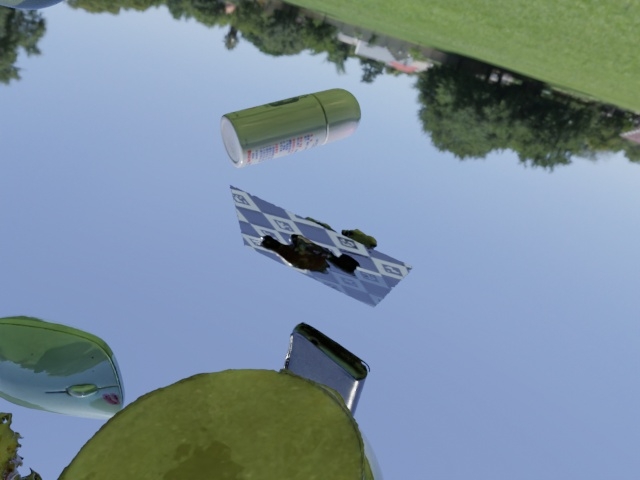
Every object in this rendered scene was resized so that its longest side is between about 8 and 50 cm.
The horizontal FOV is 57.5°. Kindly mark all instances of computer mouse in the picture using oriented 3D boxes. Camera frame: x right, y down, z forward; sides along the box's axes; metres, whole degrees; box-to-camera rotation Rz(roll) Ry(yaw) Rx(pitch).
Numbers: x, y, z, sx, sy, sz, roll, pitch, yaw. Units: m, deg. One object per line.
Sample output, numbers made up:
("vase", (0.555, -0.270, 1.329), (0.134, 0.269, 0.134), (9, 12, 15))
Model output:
("computer mouse", (-0.436, 0.203, 0.902), (0.289, 0.159, 0.097), (9, -155, 26))

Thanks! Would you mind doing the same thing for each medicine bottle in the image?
("medicine bottle", (-0.059, -0.277, 1.398), (0.341, 0.130, 0.130), (-19, -145, -22))

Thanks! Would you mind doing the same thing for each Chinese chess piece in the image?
("Chinese chess piece", (-0.100, 0.275, 0.584), (0.339, 0.140, 0.338), (-8, -154, 4))

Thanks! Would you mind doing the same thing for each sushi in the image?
("sushi", (0.000, 0.000, 0.978), (0.294, 0.059, 0.292), (26, 161, 5))

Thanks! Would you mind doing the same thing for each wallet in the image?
("wallet", (-0.006, 0.302, 1.118), (0.173, 0.317, 0.045), (32, -136, 24))

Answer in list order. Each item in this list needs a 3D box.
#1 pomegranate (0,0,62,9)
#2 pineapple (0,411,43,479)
("pomegranate", (-0.345, -0.382, 0.669), (0.187, 0.225, 0.187), (42, -150, -30))
("pineapple", (-0.648, 0.496, 1.140), (0.263, 0.271, 0.262), (-4, -130, 5))
